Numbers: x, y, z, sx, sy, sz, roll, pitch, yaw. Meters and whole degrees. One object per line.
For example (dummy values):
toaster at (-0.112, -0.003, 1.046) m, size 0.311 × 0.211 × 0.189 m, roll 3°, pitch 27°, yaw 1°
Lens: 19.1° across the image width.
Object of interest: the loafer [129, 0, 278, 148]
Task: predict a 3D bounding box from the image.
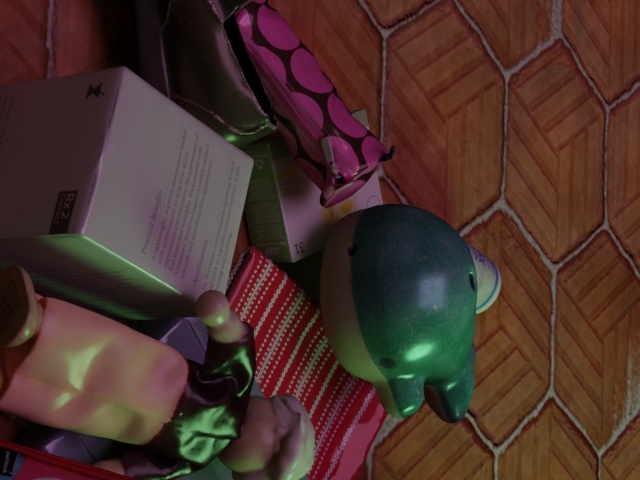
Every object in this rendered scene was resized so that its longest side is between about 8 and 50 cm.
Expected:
loafer at (-0.107, -0.247, 1.690) m, size 0.134 × 0.130 × 0.366 m, roll -74°, pitch 156°, yaw -71°

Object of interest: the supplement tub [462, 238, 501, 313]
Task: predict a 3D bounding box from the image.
supplement tub at (0.144, 0.033, 2.081) m, size 0.107 × 0.071 × 0.071 m, roll 35°, pitch 61°, yaw -48°

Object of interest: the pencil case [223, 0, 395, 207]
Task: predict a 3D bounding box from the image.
pencil case at (-0.025, -0.133, 1.787) m, size 0.209 × 0.095 × 0.098 m, roll 51°, pitch 25°, yaw 2°

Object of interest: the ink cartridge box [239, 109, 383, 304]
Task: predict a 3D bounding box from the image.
ink cartridge box at (0.000, 0.000, 1.908) m, size 0.171 × 0.056 × 0.235 m, roll -23°, pitch 105°, yaw -51°

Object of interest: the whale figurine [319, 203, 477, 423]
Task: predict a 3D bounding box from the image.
whale figurine at (0.107, 0.076, 1.878) m, size 0.272 × 0.141 × 0.216 m, roll 50°, pitch 37°, yaw -45°

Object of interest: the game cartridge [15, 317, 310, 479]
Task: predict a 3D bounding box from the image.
game cartridge at (-0.108, 0.251, 1.707) m, size 0.230 × 0.068 × 0.355 m, roll -47°, pitch 122°, yaw -35°

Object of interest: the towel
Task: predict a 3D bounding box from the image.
towel at (-0.033, 0.155, 1.840) m, size 0.275 × 0.031 × 0.199 m, roll 44°, pitch 67°, yaw -42°

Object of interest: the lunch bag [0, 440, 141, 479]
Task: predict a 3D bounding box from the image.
lunch bag at (-0.213, 0.316, 1.451) m, size 0.258 × 0.120 × 0.293 m, roll 17°, pitch 68°, yaw -8°

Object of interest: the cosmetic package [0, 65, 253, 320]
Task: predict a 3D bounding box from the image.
cosmetic package at (-0.179, -0.033, 1.589) m, size 0.184 × 0.151 × 0.151 m, roll 36°, pitch 59°, yaw -46°

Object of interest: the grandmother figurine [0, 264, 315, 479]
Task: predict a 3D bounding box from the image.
grandmother figurine at (-0.133, 0.127, 1.569) m, size 0.342 × 0.208 × 0.104 m, roll 28°, pitch 25°, yaw -37°
